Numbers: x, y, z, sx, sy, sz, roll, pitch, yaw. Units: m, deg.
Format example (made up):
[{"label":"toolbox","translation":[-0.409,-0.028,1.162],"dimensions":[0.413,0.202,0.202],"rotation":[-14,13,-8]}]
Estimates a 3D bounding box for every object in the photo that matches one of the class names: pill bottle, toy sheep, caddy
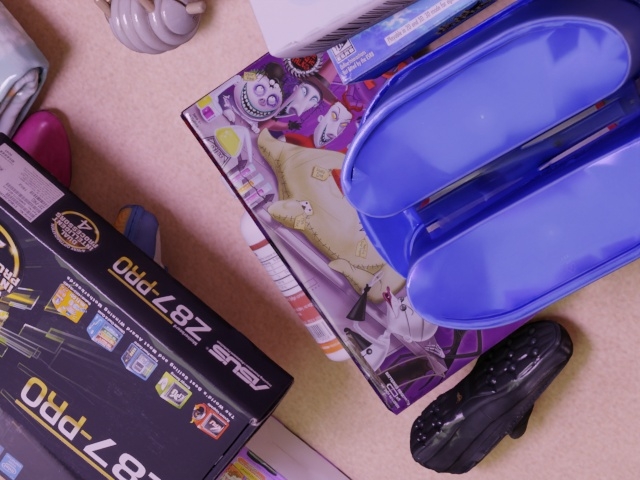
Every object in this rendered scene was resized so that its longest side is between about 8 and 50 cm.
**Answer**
[{"label":"pill bottle","translation":[0.000,0.000,1.770],"dimensions":[0.121,0.121,0.216],"rotation":[-29,99,38]},{"label":"toy sheep","translation":[-0.162,-0.223,1.763],"dimensions":[0.132,0.091,0.091],"rotation":[7,120,44]},{"label":"caddy","translation":[0.179,-0.074,1.581],"dimensions":[0.341,0.179,0.241],"rotation":[-29,95,18]}]

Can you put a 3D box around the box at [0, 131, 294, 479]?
[{"label":"box","translation":[-0.262,0.125,1.871],"dimensions":[0.395,0.097,0.318],"rotation":[40,131,2]}]

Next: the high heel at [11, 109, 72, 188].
[{"label":"high heel","translation":[-0.345,-0.031,1.956],"dimensions":[0.082,0.117,0.244],"rotation":[38,128,7]}]

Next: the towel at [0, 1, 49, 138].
[{"label":"towel","translation":[-0.475,-0.180,1.949],"dimensions":[0.320,0.090,0.374],"rotation":[47,129,7]}]

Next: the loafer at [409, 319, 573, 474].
[{"label":"loafer","translation":[0.178,0.158,1.793],"dimensions":[0.078,0.076,0.223],"rotation":[27,127,-23]}]

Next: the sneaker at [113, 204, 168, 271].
[{"label":"sneaker","translation":[-0.168,0.095,1.950],"dimensions":[0.131,0.112,0.296],"rotation":[7,122,7]}]

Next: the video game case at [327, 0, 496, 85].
[{"label":"video game case","translation":[0.072,-0.302,1.558],"dimensions":[0.269,0.061,0.244],"rotation":[-31,83,36]}]

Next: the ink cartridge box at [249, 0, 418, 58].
[{"label":"ink cartridge box","translation":[0.024,-0.384,1.479],"dimensions":[0.308,0.091,0.385],"rotation":[-26,85,36]}]

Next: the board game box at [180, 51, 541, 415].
[{"label":"board game box","translation":[0.052,-0.036,1.692],"dimensions":[0.346,0.208,0.056],"rotation":[54,172,-7]}]

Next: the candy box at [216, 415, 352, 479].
[{"label":"candy box","translation":[-0.057,0.311,2.008],"dimensions":[0.165,0.070,0.196],"rotation":[38,128,6]}]
